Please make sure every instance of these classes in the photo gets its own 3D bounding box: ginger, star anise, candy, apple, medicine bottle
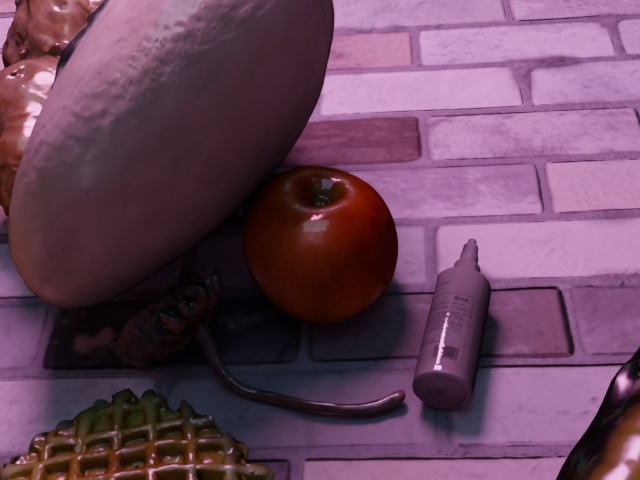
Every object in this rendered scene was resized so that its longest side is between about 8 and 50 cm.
[{"bbox_3d":[-0.293,-0.162,1.120,0.176,0.256,0.375,21,45,-15],"label":"ginger"},{"bbox_3d":[-0.065,0.116,0.953,0.227,0.218,0.148,51,23,0],"label":"star anise"},{"bbox_3d":[-0.136,-0.108,0.971,0.186,0.386,0.427,38,74,8],"label":"candy"},{"bbox_3d":[0.000,0.000,0.976,0.163,0.139,0.163,-5,43,4],"label":"apple"},{"bbox_3d":[0.133,0.069,0.949,0.057,0.058,0.199,6,45,13],"label":"medicine bottle"}]

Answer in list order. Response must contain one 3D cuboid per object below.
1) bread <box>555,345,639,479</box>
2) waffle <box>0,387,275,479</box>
[{"bbox_3d":[0.317,0.181,0.699,0.251,0.208,0.376,29,54,23],"label":"bread"},{"bbox_3d":[-0.170,0.213,0.834,0.214,0.054,0.208,25,48,32],"label":"waffle"}]
